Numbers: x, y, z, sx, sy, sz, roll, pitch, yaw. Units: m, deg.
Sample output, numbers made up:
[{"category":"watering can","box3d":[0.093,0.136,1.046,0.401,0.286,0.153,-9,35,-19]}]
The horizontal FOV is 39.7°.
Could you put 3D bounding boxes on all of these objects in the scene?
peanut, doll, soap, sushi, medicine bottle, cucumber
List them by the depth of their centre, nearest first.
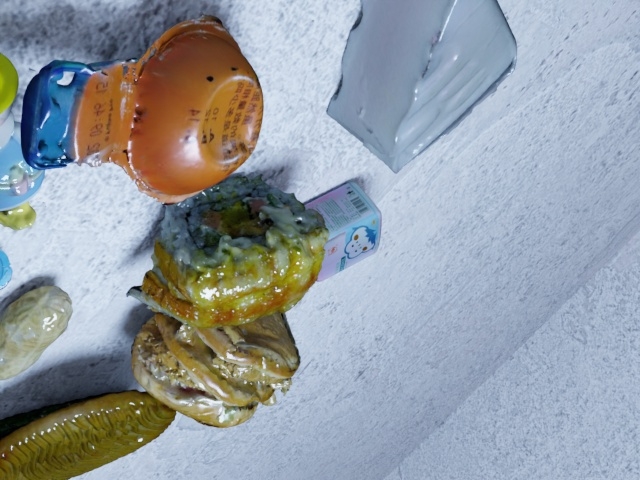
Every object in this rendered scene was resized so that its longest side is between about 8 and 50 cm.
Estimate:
[{"category":"doll","box3d":[-0.337,-0.105,0.881,0.241,0.135,0.098,100,17,-55]},{"category":"soap","box3d":[0.094,-0.245,1.118,0.258,0.159,0.302,-40,151,9]},{"category":"peanut","box3d":[-0.400,0.125,1.187,0.174,0.080,0.080,-45,152,20]},{"category":"sushi","box3d":[-0.128,0.018,1.232,0.274,0.184,0.139,-17,142,-26]},{"category":"cucumber","box3d":[-0.414,0.294,1.437,0.294,0.067,0.067,-4,138,-46]},{"category":"medicine bottle","box3d":[0.000,0.000,1.440,0.188,0.094,0.119,-28,149,-19]}]

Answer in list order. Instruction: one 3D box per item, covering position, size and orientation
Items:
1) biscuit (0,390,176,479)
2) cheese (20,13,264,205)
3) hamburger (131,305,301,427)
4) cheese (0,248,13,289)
[{"category":"biscuit","box3d":[-0.377,0.320,1.391,0.318,0.040,0.318,-22,159,-9]},{"category":"cheese","box3d":[-0.171,-0.136,0.947,0.329,0.129,0.216,-15,121,-54]},{"category":"hamburger","box3d":[-0.156,0.169,1.380,0.211,0.245,0.260,-48,179,14]},{"category":"cheese","box3d":[-0.466,0.038,1.016,0.256,0.037,0.106,7,128,-52]}]
